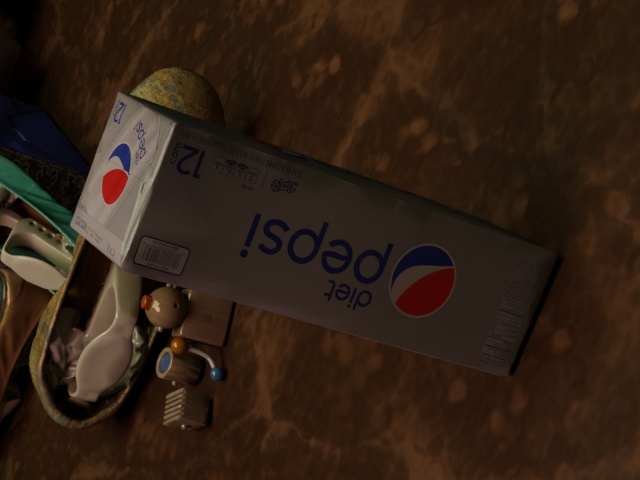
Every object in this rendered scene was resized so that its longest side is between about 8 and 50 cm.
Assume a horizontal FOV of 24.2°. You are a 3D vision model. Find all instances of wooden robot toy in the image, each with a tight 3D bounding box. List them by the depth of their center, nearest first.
[{"bbox_3d":[-0.124,0.070,1.270,0.076,0.079,0.173,-5,69,56],"label":"wooden robot toy"}]

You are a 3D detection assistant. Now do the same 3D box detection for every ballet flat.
[{"bbox_3d":[-0.167,0.020,1.321,0.349,0.123,0.123,-64,32,20],"label":"ballet flat"},{"bbox_3d":[-0.293,-0.015,1.441,0.247,0.087,0.083,33,119,16],"label":"ballet flat"},{"bbox_3d":[-0.338,0.139,1.571,0.080,0.073,0.232,49,122,50],"label":"ballet flat"}]

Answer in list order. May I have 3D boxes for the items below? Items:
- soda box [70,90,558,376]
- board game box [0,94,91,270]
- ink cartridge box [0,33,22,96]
[{"bbox_3d":[0.000,0.000,0.920,0.098,0.286,0.091,30,101,58],"label":"soda box"},{"bbox_3d":[-0.397,-0.003,1.665,0.291,0.141,0.232,-63,33,13],"label":"board game box"},{"bbox_3d":[-0.467,-0.196,1.803,0.219,0.092,0.160,10,-78,-77],"label":"ink cartridge box"}]
